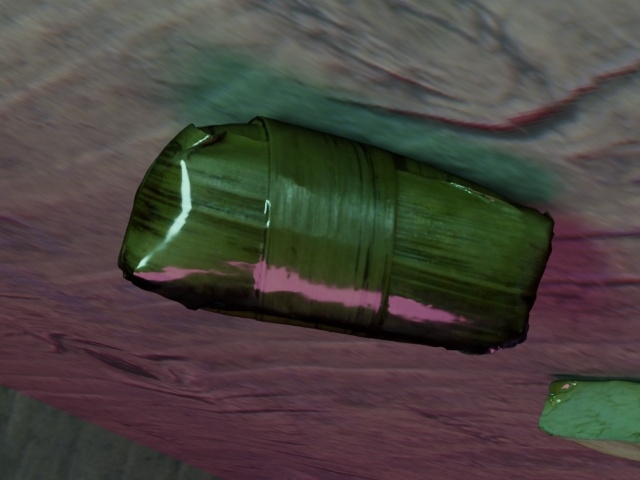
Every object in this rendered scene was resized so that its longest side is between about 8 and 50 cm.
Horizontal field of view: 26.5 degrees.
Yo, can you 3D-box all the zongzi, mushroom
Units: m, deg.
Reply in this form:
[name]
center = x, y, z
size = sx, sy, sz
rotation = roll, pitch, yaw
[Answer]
[zongzi]
center = 0.000, 0.000, 1.002
size = 0.286, 0.138, 0.300
rotation = 12, 176, -9
[mushroom]
center = 0.353, 0.177, 1.231
size = 0.333, 0.087, 0.107
rotation = 9, 161, 29
